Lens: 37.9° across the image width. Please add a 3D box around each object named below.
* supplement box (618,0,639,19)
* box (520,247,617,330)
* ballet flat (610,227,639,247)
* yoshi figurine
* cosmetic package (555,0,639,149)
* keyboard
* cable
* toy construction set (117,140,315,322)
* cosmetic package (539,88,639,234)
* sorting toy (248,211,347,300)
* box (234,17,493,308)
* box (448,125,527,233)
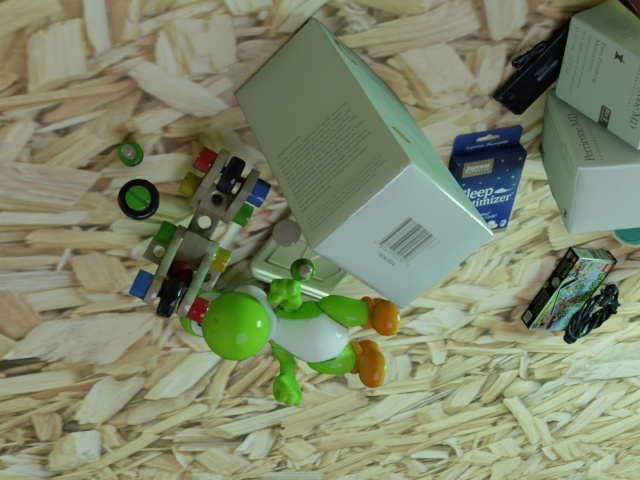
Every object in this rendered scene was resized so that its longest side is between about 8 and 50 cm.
[{"bbox_3d":[0.467,-0.452,1.323,0.191,0.129,0.194,-44,135,17],"label":"supplement box"},{"bbox_3d":[0.521,0.105,1.958,0.114,0.036,0.207,5,129,-30],"label":"box"},{"bbox_3d":[0.743,-0.096,1.756,0.400,0.139,0.139,-22,142,29],"label":"ballet flat"},{"bbox_3d":[-0.053,0.157,1.560,0.362,0.203,0.203,9,149,-11],"label":"yoshi figurine"},{"bbox_3d":[0.495,-0.268,1.454,0.151,0.184,0.151,-24,137,-24],"label":"cosmetic package"},{"bbox_3d":[0.355,-0.287,1.508,0.180,0.023,0.108,-46,140,19],"label":"keyboard"},{"bbox_3d":[0.585,0.171,2.010,0.150,0.047,0.184,-42,156,-10],"label":"cable"},{"bbox_3d":[-0.148,-0.005,1.421,0.309,0.257,0.237,2,177,-7],"label":"toy construction set"},{"bbox_3d":[0.578,-0.149,1.548,0.385,0.217,0.156,-6,135,-3],"label":"cosmetic package"},{"bbox_3d":[0.000,0.000,1.604,0.193,0.038,0.208,22,115,-40],"label":"sorting toy"},{"bbox_3d":[0.051,-0.110,1.289,0.168,0.345,0.215,-41,135,15],"label":"box"},{"bbox_3d":[0.285,-0.095,1.650,0.136,0.036,0.225,-11,134,-17],"label":"box"}]
